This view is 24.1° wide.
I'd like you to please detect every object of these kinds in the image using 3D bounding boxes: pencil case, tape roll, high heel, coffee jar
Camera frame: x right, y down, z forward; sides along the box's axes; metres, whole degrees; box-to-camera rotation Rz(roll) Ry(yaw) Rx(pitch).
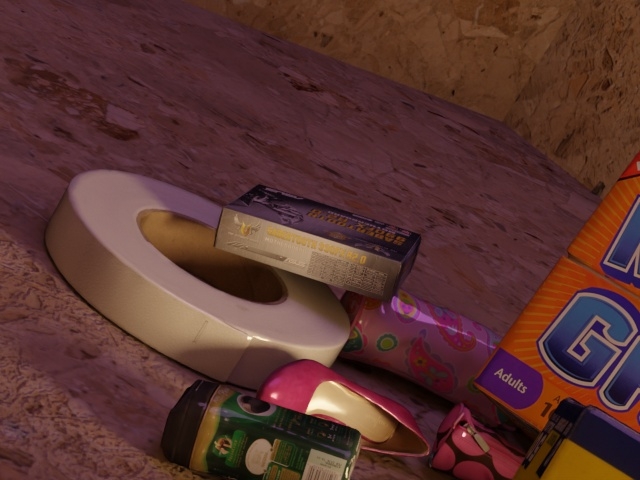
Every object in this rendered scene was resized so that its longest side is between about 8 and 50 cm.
[{"bbox_3d":[0.227,0.274,1.741,0.209,0.098,0.095,30,52,1],"label":"pencil case"},{"bbox_3d":[-0.144,0.045,1.813,0.392,0.072,0.392,29,16,-9],"label":"tape roll"},{"bbox_3d":[0.026,0.196,1.647,0.117,0.082,0.244,29,0,32],"label":"high heel"},{"bbox_3d":[0.150,0.146,1.961,0.284,0.124,0.124,27,16,-15],"label":"pencil case"},{"bbox_3d":[-0.058,0.196,1.439,0.184,0.079,0.096,18,12,4],"label":"coffee jar"}]

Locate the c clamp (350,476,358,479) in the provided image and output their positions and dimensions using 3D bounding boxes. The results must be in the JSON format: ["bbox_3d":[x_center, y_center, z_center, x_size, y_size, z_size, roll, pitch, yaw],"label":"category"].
[{"bbox_3d":[0.040,0.262,1.541,0.161,0.022,0.137,29,5,-7],"label":"c clamp"}]

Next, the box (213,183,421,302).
[{"bbox_3d":[0.000,0.000,1.880,0.231,0.056,0.183,17,13,9],"label":"box"}]

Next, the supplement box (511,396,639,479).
[{"bbox_3d":[0.156,0.303,0.978,0.195,0.356,0.194,31,-2,6],"label":"supplement box"}]

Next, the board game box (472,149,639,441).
[{"bbox_3d":[0.462,0.163,1.694,0.356,0.356,0.356,33,-6,35],"label":"board game box"}]
